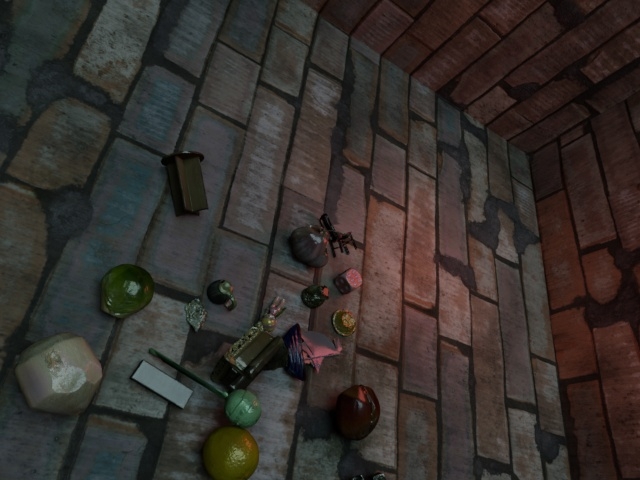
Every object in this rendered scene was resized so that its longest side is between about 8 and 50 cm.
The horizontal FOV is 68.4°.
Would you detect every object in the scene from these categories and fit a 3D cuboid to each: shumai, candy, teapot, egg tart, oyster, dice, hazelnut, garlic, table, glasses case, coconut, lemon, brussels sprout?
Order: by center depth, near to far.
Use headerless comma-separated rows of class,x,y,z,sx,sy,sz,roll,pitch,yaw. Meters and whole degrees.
coconut,-0.742,0.392,1.358,0.224,0.224,0.234,-25,72,-41
lemon,-0.296,0.702,1.549,0.178,0.178,0.203,-15,47,-39
glasses case,-0.528,0.482,1.573,0.205,0.047,0.071,38,56,-15
brussels sprout,-0.646,0.171,1.579,0.161,0.143,0.181,25,77,-47
candy,-0.390,0.478,1.581,0.440,0.119,0.119,31,51,6
oyster,-0.457,0.270,1.733,0.100,0.037,0.098,48,49,-6
teapot,-0.363,0.199,1.800,0.124,0.091,0.092,35,54,-16
table,-0.525,-0.216,1.859,0.167,0.167,0.227,-7,81,-38
hazelnut,0.153,0.686,1.879,0.212,0.181,0.181,4,46,-45
shumai,-0.011,0.235,2.038,0.123,0.087,0.099,-25,86,-39
egg tart,0.113,0.362,2.091,0.128,0.049,0.129,14,62,-28
garlic,0.000,0.000,2.103,0.256,0.207,0.207,-21,79,-3
dice,0.129,0.185,2.159,0.094,0.091,0.093,-35,90,-40

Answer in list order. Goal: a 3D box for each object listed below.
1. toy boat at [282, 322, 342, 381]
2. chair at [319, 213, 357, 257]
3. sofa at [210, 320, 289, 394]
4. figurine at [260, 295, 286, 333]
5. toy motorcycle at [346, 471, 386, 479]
toy boat,-0.036,0.431,1.942,0.318,0.072,0.219,-25,87,-44
chair,0.082,-0.034,2.241,0.101,0.084,0.213,-12,75,-35
sofa,-0.243,0.444,1.662,0.182,0.258,0.200,44,48,7
figurine,-0.191,0.305,1.897,0.083,0.083,0.187,38,39,-15
toy motorcycle,0.204,0.988,1.810,0.275,0.127,0.205,-12,75,-32
